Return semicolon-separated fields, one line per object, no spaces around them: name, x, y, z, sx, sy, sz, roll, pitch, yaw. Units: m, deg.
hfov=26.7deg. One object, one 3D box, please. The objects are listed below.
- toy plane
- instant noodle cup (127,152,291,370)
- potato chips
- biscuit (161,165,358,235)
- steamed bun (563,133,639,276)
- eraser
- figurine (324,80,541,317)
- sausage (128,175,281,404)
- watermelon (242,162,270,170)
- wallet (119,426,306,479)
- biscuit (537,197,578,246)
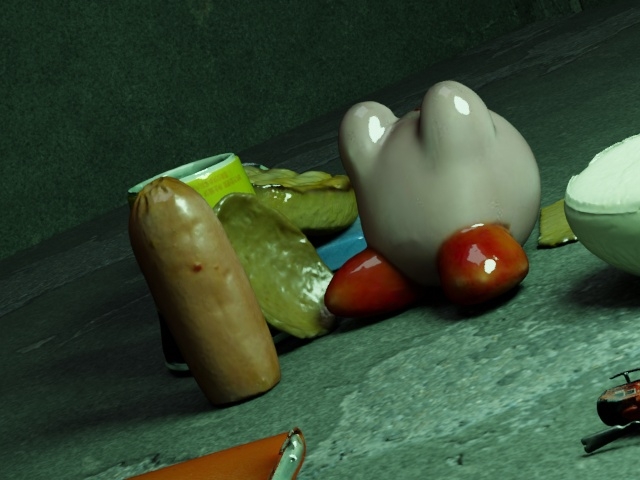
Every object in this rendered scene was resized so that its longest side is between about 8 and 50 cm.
toy plane;0.265;0.118;1.014;0.145;0.037;0.060;-19;15;19
instant noodle cup;-0.135;0.022;1.710;0.216;0.236;0.215;-18;10;3
potato chips;-0.061;0.038;1.613;0.049;0.202;0.150;-36;25;48
biscuit;-0.090;-0.053;1.954;0.297;0.101;0.296;4;9;-1
steamed bun;0.353;-0.030;1.313;0.177;0.130;0.228;-40;20;-30
eraser;0.000;0.000;2.055;0.144;0.042;0.312;-20;11;3
figurine;0.153;-0.039;1.596;0.270;0.261;0.211;-12;-13;43
sausage;-0.133;0.052;1.496;0.114;0.259;0.113;-24;9;4
watermelon;-0.139;-0.027;2.327;0.226;0.148;0.318;-7;-10;-27
wallet;-0.117;0.228;1.168;0.204;0.045;0.142;-19;13;16
biscuit;0.386;-0.055;1.685;0.237;0.013;0.232;-17;12;14
